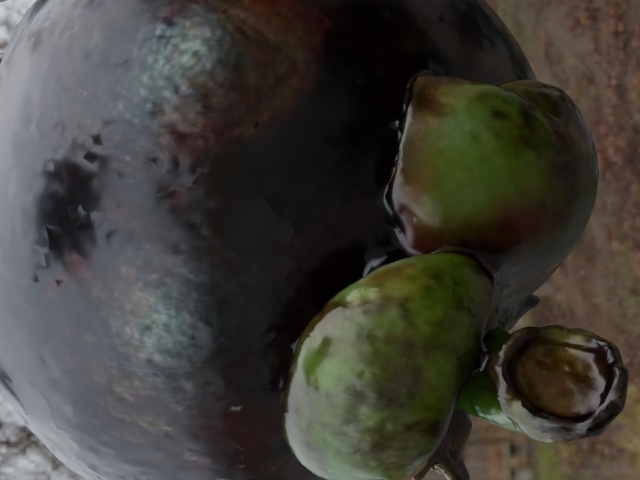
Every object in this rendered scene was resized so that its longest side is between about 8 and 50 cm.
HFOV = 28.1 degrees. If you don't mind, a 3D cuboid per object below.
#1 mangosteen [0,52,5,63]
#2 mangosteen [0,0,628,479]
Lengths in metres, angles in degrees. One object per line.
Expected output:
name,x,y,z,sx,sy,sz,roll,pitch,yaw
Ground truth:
mangosteen,-0.272,-0.095,1.141,0.140,0.140,0.140,-2,-90,-82
mangosteen,0.000,0.000,0.618,0.306,0.359,0.306,-41,-37,-42
